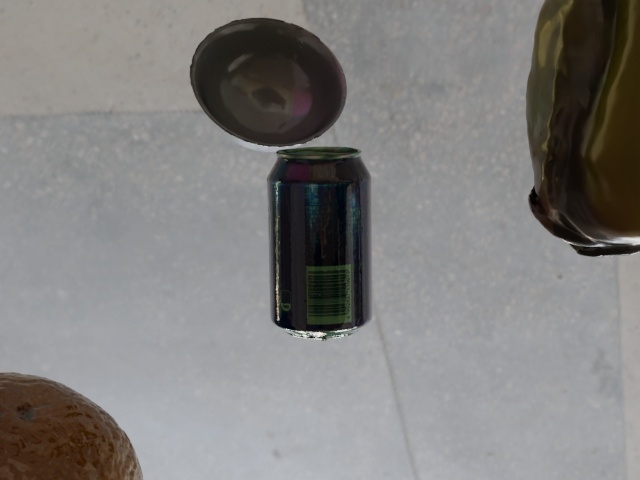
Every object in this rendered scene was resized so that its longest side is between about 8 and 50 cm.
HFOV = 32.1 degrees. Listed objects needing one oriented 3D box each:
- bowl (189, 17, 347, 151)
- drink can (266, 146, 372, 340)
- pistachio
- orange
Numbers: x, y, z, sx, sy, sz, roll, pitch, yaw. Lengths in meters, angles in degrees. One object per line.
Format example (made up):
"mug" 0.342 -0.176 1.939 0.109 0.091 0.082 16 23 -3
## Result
"bowl" -0.068 -0.168 1.338 0.189 0.189 0.086 21 148 -1
"drink can" 0.000 0.000 1.224 0.118 0.118 0.205 3 100 16
"pistachio" 0.122 -0.076 0.371 0.089 0.049 0.173 28 109 -9
"orange" -0.367 0.323 1.253 0.322 0.322 0.357 24 124 -3
